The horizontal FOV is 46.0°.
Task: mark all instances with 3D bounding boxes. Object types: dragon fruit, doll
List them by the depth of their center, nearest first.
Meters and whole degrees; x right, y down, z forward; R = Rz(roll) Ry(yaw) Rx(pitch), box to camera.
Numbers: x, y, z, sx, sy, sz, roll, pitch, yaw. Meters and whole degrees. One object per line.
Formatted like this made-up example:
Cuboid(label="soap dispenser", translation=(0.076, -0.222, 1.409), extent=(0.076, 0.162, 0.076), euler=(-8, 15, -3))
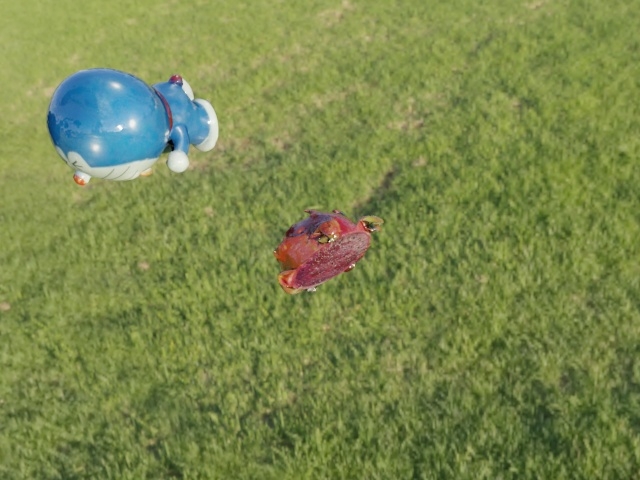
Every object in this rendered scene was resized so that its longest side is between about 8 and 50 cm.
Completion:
Cuboid(label="dragon fruit", translation=(-0.005, 0.003, 0.848), extent=(0.112, 0.126, 0.068), euler=(-10, 58, -41))
Cuboid(label="doll", translation=(-0.268, -0.167, 1.076), extent=(0.215, 0.161, 0.257), euler=(35, 27, 24))
